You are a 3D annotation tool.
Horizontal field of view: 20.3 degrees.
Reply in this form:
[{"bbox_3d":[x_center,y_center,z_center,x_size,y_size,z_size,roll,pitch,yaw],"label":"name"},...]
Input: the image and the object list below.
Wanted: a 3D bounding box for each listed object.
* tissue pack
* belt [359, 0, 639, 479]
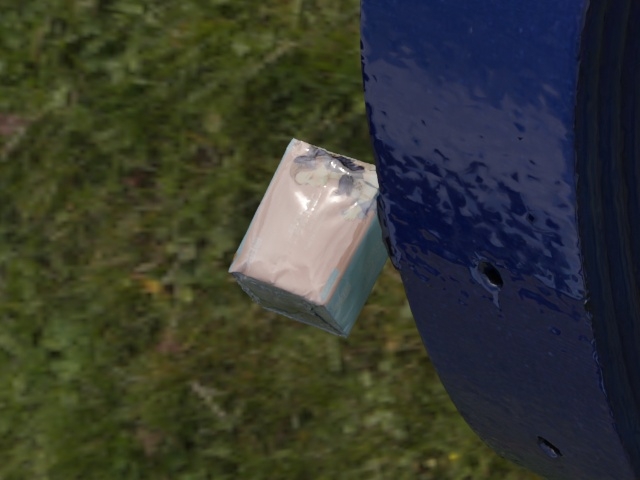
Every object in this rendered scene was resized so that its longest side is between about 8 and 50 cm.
[{"bbox_3d":[0.000,0.000,1.046,0.074,0.059,0.094,18,72,24],"label":"tissue pack"},{"bbox_3d":[0.137,-0.032,0.702,0.117,0.212,0.347,25,142,45],"label":"belt"}]
